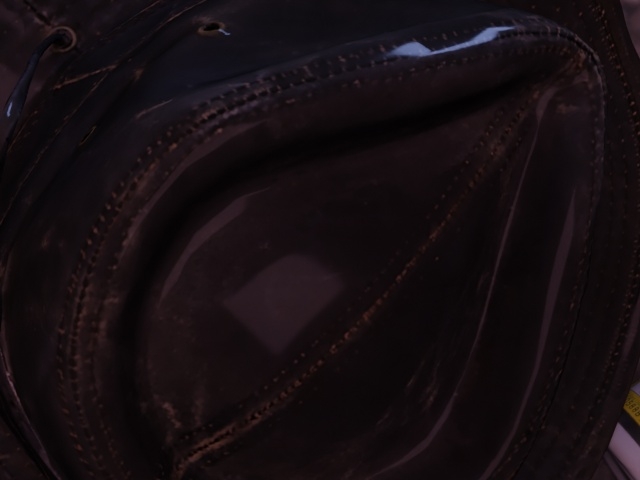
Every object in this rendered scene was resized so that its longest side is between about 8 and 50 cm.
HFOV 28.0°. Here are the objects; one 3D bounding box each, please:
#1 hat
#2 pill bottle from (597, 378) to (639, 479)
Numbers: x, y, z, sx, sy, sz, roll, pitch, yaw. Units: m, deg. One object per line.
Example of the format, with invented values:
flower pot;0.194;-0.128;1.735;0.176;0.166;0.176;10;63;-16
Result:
hat;0.000;0.000;0.378;0.331;0.134;0.331;1;87;-20
pill bottle;0.168;0.063;0.502;0.116;0.065;0.065;-35;82;0
